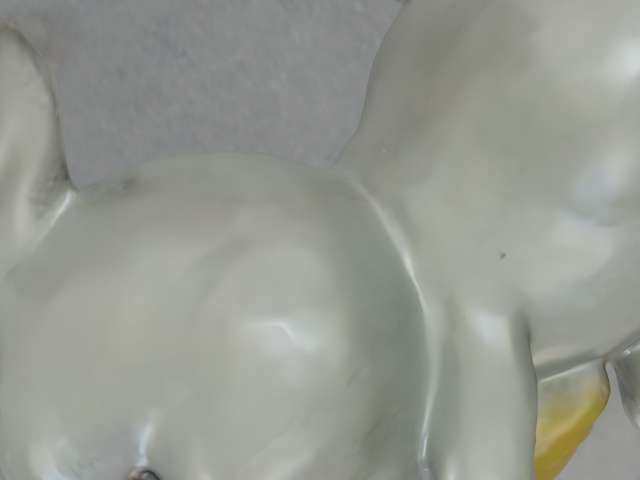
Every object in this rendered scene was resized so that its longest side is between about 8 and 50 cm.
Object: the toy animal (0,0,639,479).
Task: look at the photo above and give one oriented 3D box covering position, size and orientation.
[{"bbox_3d":[0.002,0.006,0.636,0.310,0.183,0.247,-21,94,-4],"label":"toy animal"}]
